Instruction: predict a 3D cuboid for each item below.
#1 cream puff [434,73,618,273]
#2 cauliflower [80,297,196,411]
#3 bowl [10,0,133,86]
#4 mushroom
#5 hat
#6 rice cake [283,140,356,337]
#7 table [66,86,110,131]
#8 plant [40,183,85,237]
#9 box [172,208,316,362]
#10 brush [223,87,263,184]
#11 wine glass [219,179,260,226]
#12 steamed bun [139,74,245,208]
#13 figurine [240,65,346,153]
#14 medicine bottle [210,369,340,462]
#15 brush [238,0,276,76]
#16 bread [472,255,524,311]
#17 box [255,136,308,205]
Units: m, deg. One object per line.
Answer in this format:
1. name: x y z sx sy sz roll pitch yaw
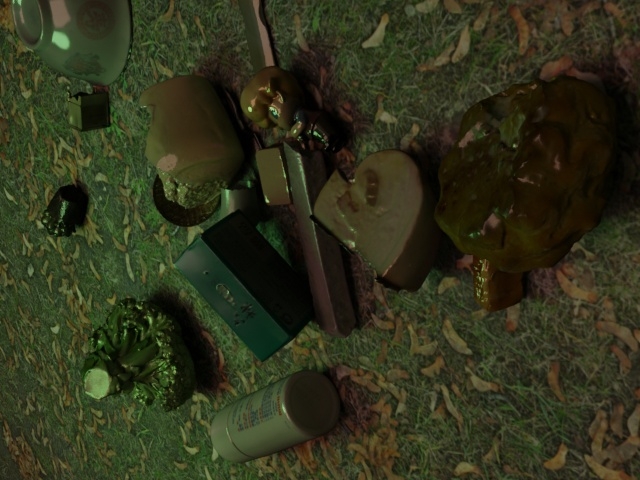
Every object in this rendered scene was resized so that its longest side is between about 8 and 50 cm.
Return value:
1. cream puff: 0.281 -0.082 1.184 0.282 0.185 0.282 -54 24 37
2. cauliflower: -0.422 0.268 2.052 0.275 0.250 0.272 -22 90 46
3. bowl: -0.565 -0.493 1.978 0.345 0.157 0.346 23 121 43
4. mushroom: 0.122 -0.035 1.423 0.173 0.162 0.236 -53 44 6
5. hat: -0.264 -0.098 1.874 0.146 0.067 0.146 0 88 10
6. rice cake: 0.000 0.000 1.599 0.072 0.056 0.365 13 118 59
7. table: -0.528 -0.298 2.075 0.062 0.079 0.083 24 121 39
8. plant: -0.640 -0.070 2.294 0.092 0.094 0.143 42 123 11
9. box: -0.127 0.079 1.653 0.245 0.153 0.092 49 120 0
10. brush: -0.141 -0.197 1.722 0.063 0.016 0.193 -29 83 52
11. wine glass: -0.152 -0.016 1.760 0.079 0.079 0.196 19 118 44
12. steamed bun: -0.267 -0.197 1.745 0.200 0.170 0.226 -43 66 50
13. figurine: -0.045 -0.211 1.551 0.196 0.114 0.108 41 111 16
14. medicine bottle: -0.106 0.359 1.819 0.341 0.130 0.130 -33 80 49
15. brush: -0.130 -0.405 1.605 0.060 0.050 0.321 -3 104 45
16. bread: 0.257 0.035 1.320 0.053 0.074 0.132 -146 50 -59
17. box: -0.063 -0.118 1.630 0.089 0.062 0.122 0 106 49
